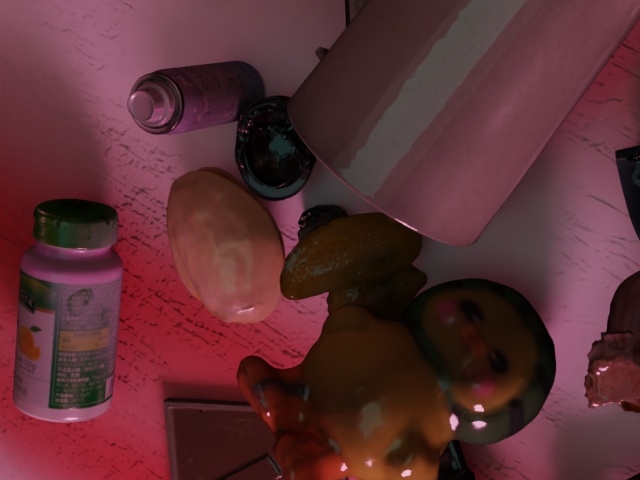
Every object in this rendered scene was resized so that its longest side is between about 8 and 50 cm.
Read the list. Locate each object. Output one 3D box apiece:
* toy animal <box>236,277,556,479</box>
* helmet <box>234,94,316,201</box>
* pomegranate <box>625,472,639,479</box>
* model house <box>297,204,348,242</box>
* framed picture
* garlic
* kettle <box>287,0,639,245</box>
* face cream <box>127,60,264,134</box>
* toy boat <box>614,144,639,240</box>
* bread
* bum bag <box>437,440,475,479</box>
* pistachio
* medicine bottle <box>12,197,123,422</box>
[{"bbox_3d":[0.095,0.166,1.363,0.338,0.191,0.216,-23,69,-6],"label":"toy animal"},{"bbox_3d":[-0.049,-0.115,1.461,0.098,0.070,0.123,4,109,13],"label":"helmet"},{"bbox_3d":[0.348,0.334,1.312,0.286,0.231,0.231,34,114,35],"label":"pomegranate"},{"bbox_3d":[0.000,0.000,1.457,0.066,0.083,0.079,-18,94,28],"label":"model house"},{"bbox_3d":[-0.083,0.300,1.592,0.260,0.023,0.189,-1,100,25],"label":"framed picture"},{"bbox_3d":[0.390,0.108,1.238,0.214,0.191,0.160,7,111,61],"label":"garlic"},{"bbox_3d":[0.146,-0.247,1.282,0.377,0.250,0.361,-53,50,21],"label":"kettle"},{"bbox_3d":[-0.145,-0.163,1.405,0.075,0.229,0.075,5,103,22],"label":"face cream"},{"bbox_3d":[0.356,-0.034,1.306,0.055,0.060,0.141,-13,102,26],"label":"toy boat"},{"bbox_3d":[0.046,0.048,1.404,0.065,0.187,0.149,40,132,54],"label":"bread"},{"bbox_3d":[0.130,0.307,1.466,0.137,0.074,0.310,-26,76,24],"label":"bum bag"},{"bbox_3d":[-0.107,0.004,1.488,0.145,0.117,0.200,-20,86,25],"label":"pistachio"},{"bbox_3d":[-0.326,0.088,1.595,0.133,0.133,0.274,14,105,21],"label":"medicine bottle"}]
